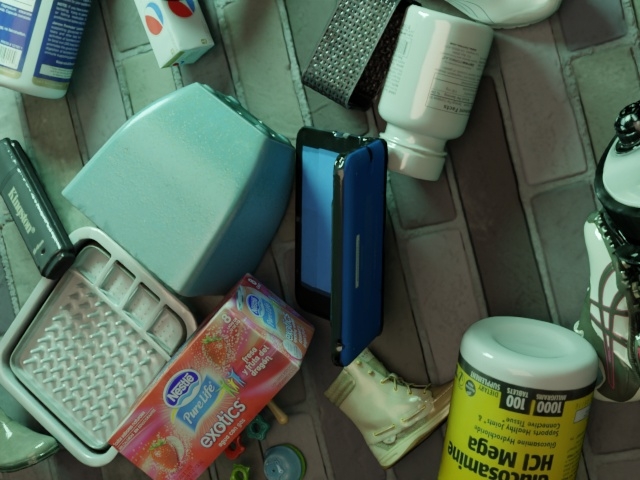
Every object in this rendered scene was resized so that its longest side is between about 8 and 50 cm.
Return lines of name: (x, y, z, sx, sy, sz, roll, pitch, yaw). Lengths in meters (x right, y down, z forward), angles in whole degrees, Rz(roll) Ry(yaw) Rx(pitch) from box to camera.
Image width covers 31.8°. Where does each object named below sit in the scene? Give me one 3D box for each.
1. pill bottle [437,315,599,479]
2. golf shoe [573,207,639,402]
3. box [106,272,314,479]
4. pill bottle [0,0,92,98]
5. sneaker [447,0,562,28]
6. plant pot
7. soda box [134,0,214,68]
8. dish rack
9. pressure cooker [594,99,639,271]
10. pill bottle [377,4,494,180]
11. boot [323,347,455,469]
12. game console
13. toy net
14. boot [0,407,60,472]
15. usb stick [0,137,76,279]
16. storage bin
pill bottle: (0.264, 0.290, 1.552, 0.188, 0.188, 0.334, 13, 109, 19)
golf shoe: (0.397, 0.095, 1.552, 0.120, 0.105, 0.273, -18, 87, 27)
box: (-0.160, 0.215, 1.676, 0.142, 0.154, 0.300, 40, 110, -5)
pill bottle: (-0.451, -0.373, 1.803, 0.153, 0.153, 0.264, 22, 100, 18)
sneaker: (0.194, -0.375, 1.579, 0.297, 0.129, 0.111, 19, 98, 17)
plant pot: (-0.178, -0.088, 1.683, 0.247, 0.248, 0.252, 39, 99, 14)
soda box: (-0.246, -0.384, 1.758, 0.074, 0.069, 0.216, -27, 84, 53)
dish rack: (-0.362, 0.173, 1.849, 0.285, 0.072, 0.333, 40, 105, 13)
pressure cooker: (0.524, -0.049, 1.287, 0.375, 0.370, 0.420, -37, 108, 8)
pill bottle: (0.154, -0.209, 1.602, 0.131, 0.131, 0.229, 20, 103, 18)
boot: (0.121, 0.217, 1.675, 0.213, 0.077, 0.165, -45, 76, 17)
game console: (0.000, 0.000, 1.591, 0.173, 0.250, 0.293, 5, 105, 20)
toy net: (-0.096, 0.278, 1.776, 0.122, 0.045, 0.232, -6, 89, 27)
boot: (-0.548, 0.296, 1.879, 0.246, 0.083, 0.161, -4, 105, 39)
usb stick: (-0.480, -0.056, 1.849, 0.077, 0.045, 0.278, -44, 60, 18)
storage bin: (0.060, -0.288, 1.637, 0.084, 0.122, 0.180, 32, 104, 15)
